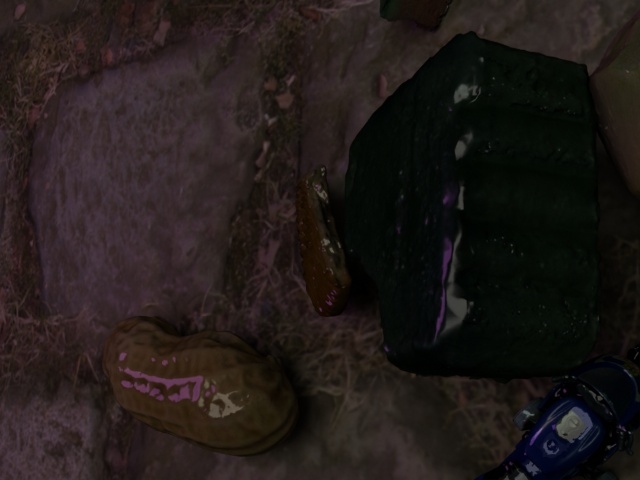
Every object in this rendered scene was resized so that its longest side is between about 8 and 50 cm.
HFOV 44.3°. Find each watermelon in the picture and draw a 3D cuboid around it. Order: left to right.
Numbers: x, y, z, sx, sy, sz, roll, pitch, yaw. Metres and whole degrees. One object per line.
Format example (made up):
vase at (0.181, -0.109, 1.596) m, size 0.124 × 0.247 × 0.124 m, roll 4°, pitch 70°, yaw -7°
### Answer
watermelon at (0.131, -0.339, 1.007) m, size 0.155 × 0.080 × 0.101 m, roll -60°, pitch 23°, yaw 9°

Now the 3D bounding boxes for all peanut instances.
peanut at (-0.170, 0.179, 1.018) m, size 0.325 × 0.140 × 0.153 m, roll 18°, pitch 78°, yaw 35°

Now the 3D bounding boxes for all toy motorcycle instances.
toy motorcycle at (0.232, 0.196, 0.758) m, size 0.315 × 0.169 × 0.113 m, roll -48°, pitch 62°, yaw 12°

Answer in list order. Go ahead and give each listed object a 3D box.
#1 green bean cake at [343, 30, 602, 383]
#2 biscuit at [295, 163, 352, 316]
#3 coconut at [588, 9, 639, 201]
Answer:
green bean cake at (0.138, -0.011, 0.794) m, size 0.308 × 0.169 × 0.300 m, roll 151°, pitch 125°, yaw -68°
biscuit at (-0.001, 0.000, 0.940) m, size 0.031 × 0.228 × 0.176 m, roll -4°, pitch 102°, yaw -10°
coconut at (0.372, -0.136, 0.729) m, size 0.233 × 0.233 × 0.245 m, roll 39°, pitch 92°, yaw 31°
